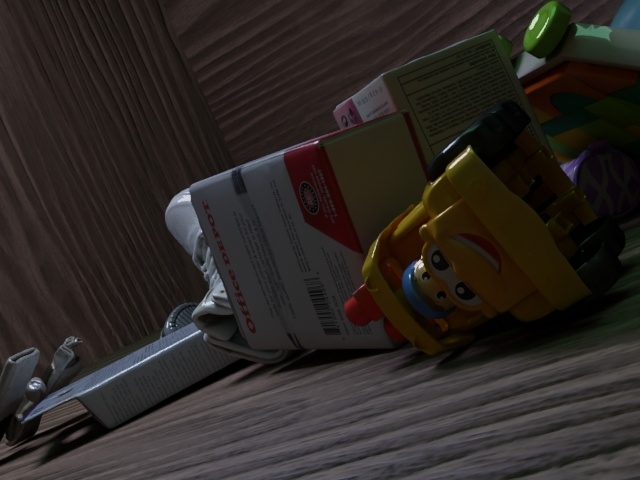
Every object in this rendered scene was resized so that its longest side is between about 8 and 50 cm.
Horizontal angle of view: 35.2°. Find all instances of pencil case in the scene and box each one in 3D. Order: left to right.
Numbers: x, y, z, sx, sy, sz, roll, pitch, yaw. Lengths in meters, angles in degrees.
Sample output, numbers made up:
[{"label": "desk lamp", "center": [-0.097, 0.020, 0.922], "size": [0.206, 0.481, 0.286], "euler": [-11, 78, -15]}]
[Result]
[{"label": "pencil case", "center": [0.272, -0.052, 1.136], "size": [0.086, 0.088, 0.206], "euler": [-24, 0, -19]}]

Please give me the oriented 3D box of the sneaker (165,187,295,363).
[{"label": "sneaker", "center": [-0.115, 0.038, 1.230], "size": [0.169, 0.292, 0.108], "euler": [-31, -37, -47]}]

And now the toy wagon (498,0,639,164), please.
[{"label": "toy wagon", "center": [0.316, -0.145, 1.015], "size": [0.068, 0.267, 0.344], "euler": [-67, 13, -11]}]

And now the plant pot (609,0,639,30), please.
[{"label": "plant pot", "center": [0.581, -0.303, 1.558], "size": [0.293, 0.293, 0.235], "euler": [-26, -11, -46]}]

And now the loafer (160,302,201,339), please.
[{"label": "loafer", "center": [-0.198, 0.157, 1.713], "size": [0.087, 0.094, 0.251], "euler": [-54, -13, 17]}]

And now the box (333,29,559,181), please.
[{"label": "box", "center": [0.140, -0.070, 1.020], "size": [0.148, 0.232, 0.127], "euler": [-25, 0, -25]}]

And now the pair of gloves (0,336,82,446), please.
[{"label": "pair of gloves", "center": [-0.444, 0.246, 1.533], "size": [0.204, 0.042, 0.240], "euler": [-58, -9, 8]}]

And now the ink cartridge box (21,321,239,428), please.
[{"label": "ink cartridge box", "center": [-0.233, 0.183, 1.407], "size": [0.330, 0.071, 0.324], "euler": [-28, 2, -9]}]

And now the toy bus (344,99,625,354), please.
[{"label": "toy bus", "center": [0.103, 0.014, 0.769], "size": [0.211, 0.149, 0.220], "euler": [-38, -1, 20]}]

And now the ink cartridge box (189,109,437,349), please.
[{"label": "ink cartridge box", "center": [0.000, 0.000, 1.013], "size": [0.114, 0.197, 0.273], "euler": [-24, 8, -32]}]

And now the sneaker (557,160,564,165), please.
[{"label": "sneaker", "center": [0.349, -0.081, 1.561], "size": [0.191, 0.071, 0.083], "euler": [-33, 8, -3]}]
